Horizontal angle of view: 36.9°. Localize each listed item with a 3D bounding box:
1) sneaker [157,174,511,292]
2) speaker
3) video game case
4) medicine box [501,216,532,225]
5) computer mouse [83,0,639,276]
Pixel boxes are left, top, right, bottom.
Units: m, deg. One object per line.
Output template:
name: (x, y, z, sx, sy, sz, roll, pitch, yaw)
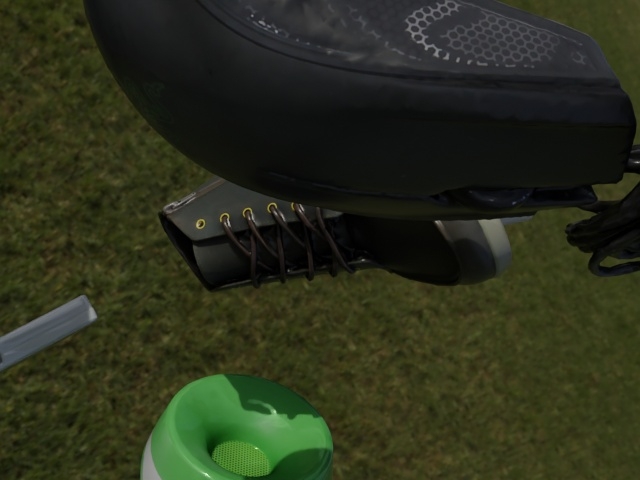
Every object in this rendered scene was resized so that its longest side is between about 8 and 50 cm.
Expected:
sneaker: (0.000, 0.000, 0.538, 0.118, 0.222, 0.083, -34, 118, -21)
speaker: (-0.082, 0.240, 0.673, 0.131, 0.296, 0.131, 13, 29, -8)
video game case: (-0.323, 0.129, 0.749, 0.285, 0.204, 0.025, -28, 91, -26)
medicine box: (0.057, -0.131, 1.040, 0.149, 0.289, 0.263, -85, 160, -70)
computer mouse: (0.031, -0.044, 0.348, 0.272, 0.188, 0.072, 19, 71, 2)
